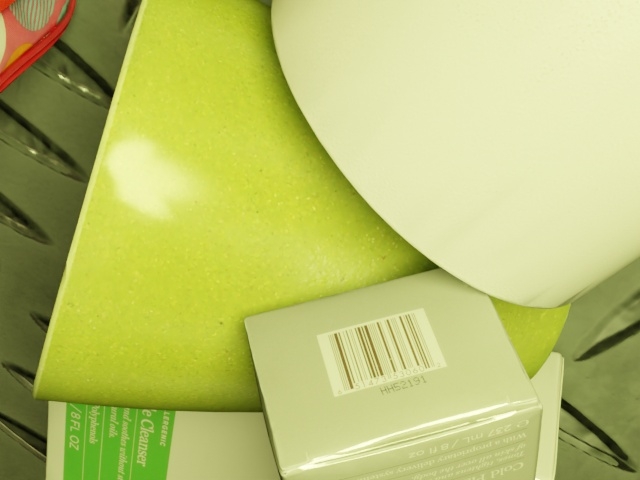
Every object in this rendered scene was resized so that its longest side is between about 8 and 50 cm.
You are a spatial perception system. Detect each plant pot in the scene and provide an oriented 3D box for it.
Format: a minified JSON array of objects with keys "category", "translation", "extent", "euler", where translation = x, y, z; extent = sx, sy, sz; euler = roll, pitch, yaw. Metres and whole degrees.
[{"category":"plant pot","translation":[0.000,0.000,0.621],"extent":[0.294,0.274,0.274],"euler":[16,128,-13]}]

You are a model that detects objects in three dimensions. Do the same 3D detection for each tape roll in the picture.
[{"category":"tape roll","translation":[0.119,-0.110,0.497],"extent":[0.246,0.246,0.169],"euler":[41,125,-12]}]

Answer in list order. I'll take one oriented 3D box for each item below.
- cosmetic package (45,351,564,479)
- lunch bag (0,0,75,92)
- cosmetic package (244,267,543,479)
[{"category":"cosmetic package","translation":[-0.015,0.149,0.772],"extent":[0.366,0.155,0.196],"euler":[16,123,8]},{"category":"lunch bag","translation":[-0.262,-0.153,0.558],"extent":[0.120,0.293,0.258],"euler":[2,127,18]},{"category":"cosmetic package","translation":[0.042,0.133,0.537],"extent":[0.127,0.107,0.238],"euler":[-16,134,-4]}]
